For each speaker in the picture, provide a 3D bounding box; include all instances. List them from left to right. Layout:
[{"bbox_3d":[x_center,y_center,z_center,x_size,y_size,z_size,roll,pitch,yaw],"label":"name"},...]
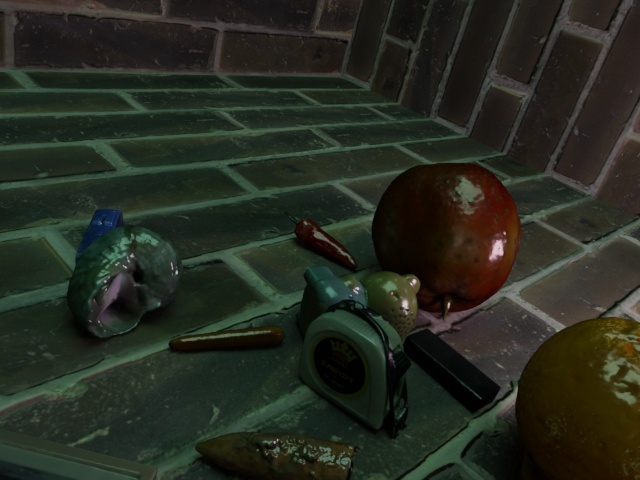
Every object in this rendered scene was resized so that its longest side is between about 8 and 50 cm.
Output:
[{"bbox_3d":[0.286,0.285,1.263,0.082,0.044,0.218,-12,38,-40],"label":"speaker"}]

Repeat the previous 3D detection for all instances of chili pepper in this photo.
[{"bbox_3d":[0.000,0.000,1.616,0.272,0.063,0.071,37,35,14],"label":"chili pepper"}]

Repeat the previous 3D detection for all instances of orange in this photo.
[{"bbox_3d":[0.518,0.291,0.979,0.341,0.293,0.340,8,25,-4],"label":"orange"}]

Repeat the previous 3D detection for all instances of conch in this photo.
[{"bbox_3d":[-0.391,0.078,1.178,0.196,0.220,0.277,-6,0,13],"label":"conch"}]

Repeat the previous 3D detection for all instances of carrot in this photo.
[{"bbox_3d":[-0.190,0.206,1.178,0.248,0.043,0.043,-1,32,-24],"label":"carrot"},{"bbox_3d":[-0.074,0.358,0.921,0.263,0.101,0.102,9,28,1],"label":"carrot"}]

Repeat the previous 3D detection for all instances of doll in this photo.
[{"bbox_3d":[0.094,0.152,1.271,0.261,0.177,0.161,2,23,-22],"label":"doll"}]

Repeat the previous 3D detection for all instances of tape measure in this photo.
[{"bbox_3d":[0.086,0.233,1.097,0.235,0.207,0.115,27,28,26],"label":"tape measure"}]

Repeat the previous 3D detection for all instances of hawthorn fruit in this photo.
[{"bbox_3d":[0.319,0.018,1.456,0.403,0.402,0.402,12,28,-7],"label":"hawthorn fruit"}]

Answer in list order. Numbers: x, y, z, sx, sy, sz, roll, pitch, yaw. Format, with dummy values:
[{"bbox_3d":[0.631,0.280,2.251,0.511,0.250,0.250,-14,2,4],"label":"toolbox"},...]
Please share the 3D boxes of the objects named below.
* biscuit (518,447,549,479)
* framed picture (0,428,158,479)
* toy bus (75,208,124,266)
[{"bbox_3d":[0.568,0.476,1.040,0.385,0.062,0.365,-4,34,-32],"label":"biscuit"},{"bbox_3d":[-0.482,0.376,0.735,0.447,0.028,0.326,14,28,-2],"label":"framed picture"},{"bbox_3d":[-0.507,0.008,1.318,0.079,0.094,0.236,8,29,-14],"label":"toy bus"}]
